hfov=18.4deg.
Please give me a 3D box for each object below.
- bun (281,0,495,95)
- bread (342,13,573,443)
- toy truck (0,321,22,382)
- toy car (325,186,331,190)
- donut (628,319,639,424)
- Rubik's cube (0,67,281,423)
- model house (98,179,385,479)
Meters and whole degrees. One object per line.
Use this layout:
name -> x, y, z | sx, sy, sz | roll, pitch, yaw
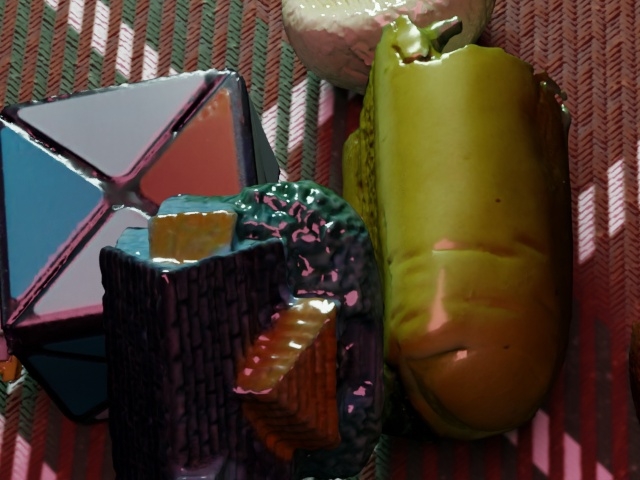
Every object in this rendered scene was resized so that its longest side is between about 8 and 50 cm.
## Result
bun -> 0.084, -0.244, 1.998 | 0.244, 0.153, 0.244 | -21, 45, 22
bread -> 0.129, 0.006, 1.830 | 0.208, 0.251, 0.376 | 6, 62, -6
toy truck -> -0.410, 0.078, 1.918 | 0.286, 0.111, 0.136 | 4, 95, 22
toy car -> 0.000, 0.000, 1.952 | 0.035, 0.059, 0.122 | -38, 47, 40
donut -> 0.353, 0.159, 1.784 | 0.144, 0.126, 0.186 | -9, 63, 12
Rubik's cube -> -0.158, 0.010, 1.864 | 0.246, 0.248, 0.250 | -11, 64, 4
model house -> -0.069, 0.099, 1.591 | 0.226, 0.241, 0.261 | -3, 100, 7
